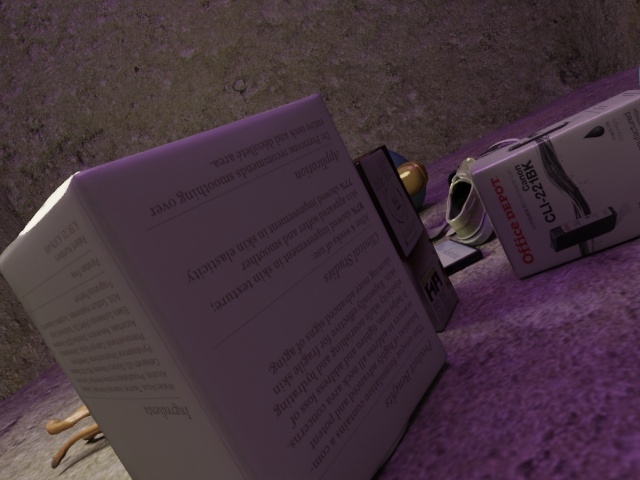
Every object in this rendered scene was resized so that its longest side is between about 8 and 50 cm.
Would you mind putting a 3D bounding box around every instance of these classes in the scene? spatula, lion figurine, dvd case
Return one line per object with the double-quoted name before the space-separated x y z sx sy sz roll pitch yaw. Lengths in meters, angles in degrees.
"spatula" 0.394 -0.061 1.269 0.168 0.019 0.242 -22 10 40
"lion figurine" -0.448 0.355 1.091 0.239 0.142 0.392 -18 23 9
"dvd case" 0.211 0.072 1.004 0.252 0.022 0.180 -27 7 0

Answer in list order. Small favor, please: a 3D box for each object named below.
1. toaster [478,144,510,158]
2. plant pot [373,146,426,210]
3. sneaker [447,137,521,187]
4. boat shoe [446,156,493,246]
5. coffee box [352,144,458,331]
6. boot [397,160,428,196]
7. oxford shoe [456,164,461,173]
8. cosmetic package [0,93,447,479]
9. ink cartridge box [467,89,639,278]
"toaster" 0.522 -0.205 1.392 0.226 0.129 0.146 -25 4 31
"plant pot" 0.285 -0.193 1.728 0.195 0.291 0.290 8 -1 -15
"sneaker" 0.588 -0.259 1.631 0.295 0.105 0.147 -29 7 40
"boat shoe" 0.359 -0.119 1.083 0.109 0.094 0.303 -31 28 37
"coffee box" 0.088 0.014 0.774 0.168 0.298 0.119 -21 10 36
"boot" 0.132 -0.090 1.195 0.269 0.089 0.236 -35 1 -35
"oxford shoe" 0.471 -0.157 1.174 0.129 0.133 0.363 -26 11 -19
"cosmetic package" -0.110 0.092 0.576 0.327 0.394 0.329 -19 11 44
"ink cartridge box" 0.404 -0.086 0.729 0.272 0.197 0.114 -25 8 21
